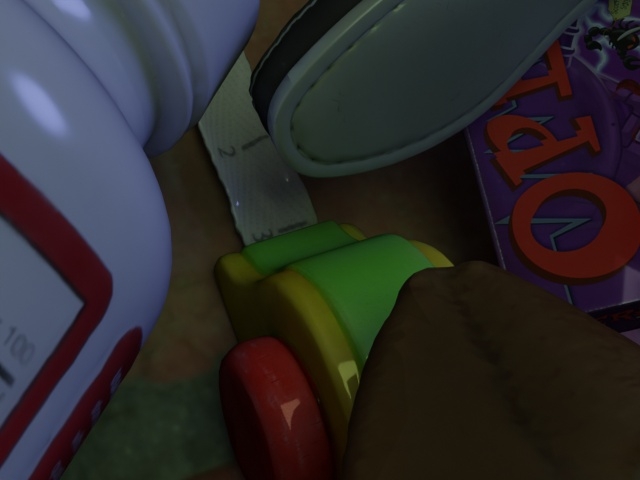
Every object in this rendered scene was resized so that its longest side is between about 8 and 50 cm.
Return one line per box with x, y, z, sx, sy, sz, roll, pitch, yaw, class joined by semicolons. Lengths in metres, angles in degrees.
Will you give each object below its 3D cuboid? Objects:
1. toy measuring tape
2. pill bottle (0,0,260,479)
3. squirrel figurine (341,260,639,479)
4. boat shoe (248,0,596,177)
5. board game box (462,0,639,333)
0.000;0.000;0.493;0.121;0.121;0.330;-16;76;-20;toy measuring tape
-0.189;0.037;0.365;0.229;0.229;0.407;32;66;-2;pill bottle
0.142;0.250;0.311;0.281;0.370;0.397;0;31;17;squirrel figurine
0.060;-0.108;0.489;0.228;0.081;0.069;-36;52;-15;boat shoe
0.145;-0.138;0.555;0.208;0.056;0.346;-16;67;9;board game box
